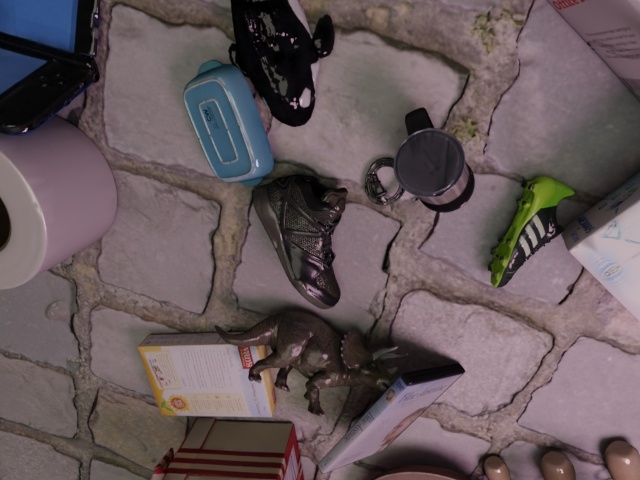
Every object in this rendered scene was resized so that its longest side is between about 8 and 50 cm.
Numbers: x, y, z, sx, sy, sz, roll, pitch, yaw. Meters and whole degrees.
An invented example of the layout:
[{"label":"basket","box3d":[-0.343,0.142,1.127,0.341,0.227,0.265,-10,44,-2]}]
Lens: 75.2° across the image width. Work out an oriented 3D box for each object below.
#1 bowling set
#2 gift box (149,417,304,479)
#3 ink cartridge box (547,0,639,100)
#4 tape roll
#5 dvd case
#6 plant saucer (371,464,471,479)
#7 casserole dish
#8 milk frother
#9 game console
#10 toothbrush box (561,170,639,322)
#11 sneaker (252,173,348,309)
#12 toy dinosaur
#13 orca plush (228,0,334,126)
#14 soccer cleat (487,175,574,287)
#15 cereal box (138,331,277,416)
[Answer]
[{"label":"bowling set","box3d":[0.441,0.487,0.717,0.286,0.200,0.154,-16,110,19]},{"label":"gift box","box3d":[-0.186,0.514,0.791,0.257,0.276,0.256,-3,106,12]},{"label":"ink cartridge box","box3d":[0.375,-0.233,0.441,0.237,0.172,0.100,41,113,-8]},{"label":"tape roll","box3d":[-0.480,-0.069,0.653,0.245,0.169,0.246,4,113,9]},{"label":"dvd case","box3d":[0.125,0.307,0.721,0.180,0.022,0.253,9,124,-44]},{"label":"plant saucer","box3d":[0.226,0.559,0.842,0.310,0.050,0.311,6,116,14]},{"label":"casserole dish","box3d":[-0.140,-0.163,0.611,0.114,0.037,0.189,-5,114,32]},{"label":"milk frother","box3d":[0.120,-0.087,0.563,0.143,0.134,0.129,-37,71,18]},{"label":"game console","box3d":[-0.477,-0.309,0.561,0.292,0.250,0.173,16,140,3]},{"label":"toothbrush box","box3d":[0.494,-0.016,0.497,0.216,0.126,0.295,49,118,7]},{"label":"sneaker","box3d":[0.000,0.000,0.645,0.130,0.087,0.228,-20,102,23]},{"label":"toy dinosaur","box3d":[-0.026,0.195,0.727,0.313,0.121,0.161,25,83,10]},{"label":"orca plush","box3d":[-0.059,-0.290,0.528,0.151,0.102,0.288,8,113,6]},{"label":"soccer cleat","box3d":[0.306,-0.004,0.609,0.072,0.060,0.179,17,111,1]},{"label":"cereal box","box3d":[-0.215,0.263,0.810,0.239,0.047,0.173,-4,111,10]}]
